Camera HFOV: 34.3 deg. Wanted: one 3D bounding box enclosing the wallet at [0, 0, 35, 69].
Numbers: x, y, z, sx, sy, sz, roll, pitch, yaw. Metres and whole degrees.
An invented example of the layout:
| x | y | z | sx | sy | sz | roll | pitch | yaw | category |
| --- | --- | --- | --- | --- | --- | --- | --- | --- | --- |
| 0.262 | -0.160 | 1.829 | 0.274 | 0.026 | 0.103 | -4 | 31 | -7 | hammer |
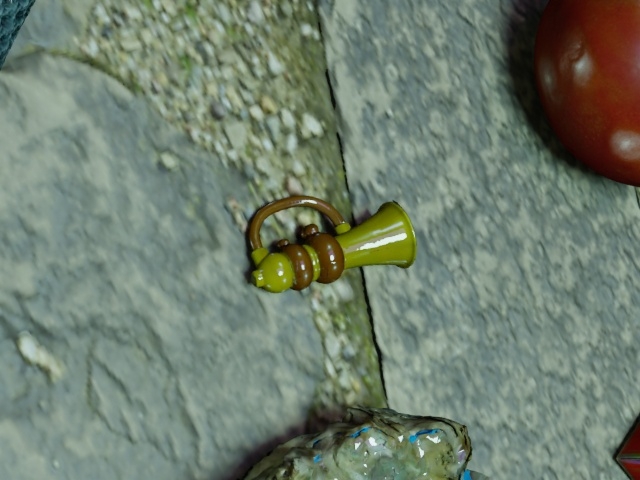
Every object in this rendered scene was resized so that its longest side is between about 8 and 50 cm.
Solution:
| x | y | z | sx | sy | sz | roll | pitch | yaw | category |
| --- | --- | --- | --- | --- | --- | --- | --- | --- | --- |
| -0.275 | -0.118 | 0.509 | 0.237 | 0.075 | 0.342 | 28 | 65 | -25 | wallet |

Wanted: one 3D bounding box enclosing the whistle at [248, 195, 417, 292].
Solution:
| x | y | z | sx | sy | sz | roll | pitch | yaw | category |
| --- | --- | --- | --- | --- | --- | --- | --- | --- | --- |
| 0.004 | -0.001 | 0.659 | 0.109 | 0.046 | 0.057 | -11 | 98 | -26 | whistle |

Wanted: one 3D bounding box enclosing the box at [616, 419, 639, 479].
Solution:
| x | y | z | sx | sy | sz | roll | pitch | yaw | category |
| --- | --- | --- | --- | --- | --- | --- | --- | --- | --- |
| 0.312 | 0.187 | 0.787 | 0.175 | 0.048 | 0.112 | 51 | 61 | -11 | box |

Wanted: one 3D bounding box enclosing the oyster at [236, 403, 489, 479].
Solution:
| x | y | z | sx | sy | sz | roll | pitch | yaw | category |
| --- | --- | --- | --- | --- | --- | --- | --- | --- | --- |
| 0.008 | 0.214 | 0.582 | 0.198 | 0.092 | 0.259 | 41 | 64 | -11 | oyster |

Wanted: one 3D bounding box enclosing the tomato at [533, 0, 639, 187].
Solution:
| x | y | z | sx | sy | sz | roll | pitch | yaw | category |
| --- | --- | --- | --- | --- | --- | --- | --- | --- | --- |
| 0.246 | -0.131 | 0.777 | 0.195 | 0.136 | 0.195 | 7 | 75 | -26 | tomato |
